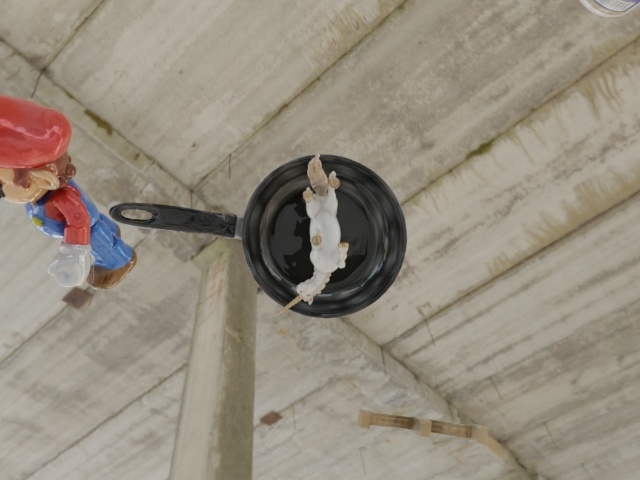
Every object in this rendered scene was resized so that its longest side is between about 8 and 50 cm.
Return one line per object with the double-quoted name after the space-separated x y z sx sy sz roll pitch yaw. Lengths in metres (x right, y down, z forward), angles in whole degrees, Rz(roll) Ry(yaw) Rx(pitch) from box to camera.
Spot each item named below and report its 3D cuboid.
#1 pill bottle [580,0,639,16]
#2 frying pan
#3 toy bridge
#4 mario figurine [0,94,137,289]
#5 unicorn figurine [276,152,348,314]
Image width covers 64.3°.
0.575 -0.512 0.864 0.153 0.265 0.153 1 -94 -11 "pill bottle"
-0.056 0.012 0.603 0.327 0.053 0.197 -16 -95 -8 "frying pan"
0.147 0.272 0.746 0.189 0.026 0.063 8 -15 -2 "toy bridge"
-0.387 -0.050 0.683 0.198 0.170 0.320 11 -33 17 "mario figurine"
0.000 0.000 0.544 0.060 0.161 0.111 13 -17 0 "unicorn figurine"
